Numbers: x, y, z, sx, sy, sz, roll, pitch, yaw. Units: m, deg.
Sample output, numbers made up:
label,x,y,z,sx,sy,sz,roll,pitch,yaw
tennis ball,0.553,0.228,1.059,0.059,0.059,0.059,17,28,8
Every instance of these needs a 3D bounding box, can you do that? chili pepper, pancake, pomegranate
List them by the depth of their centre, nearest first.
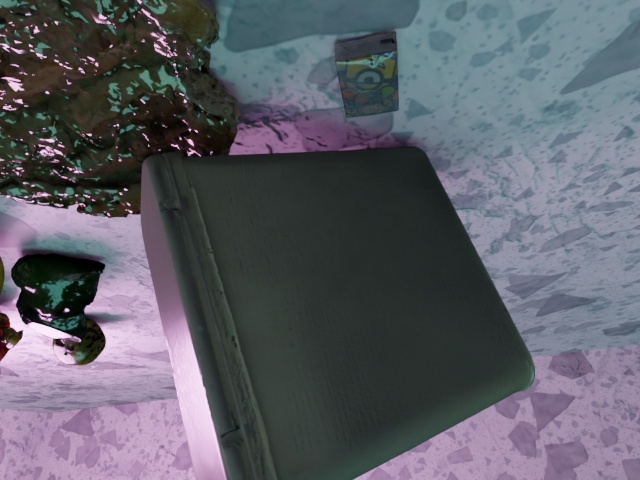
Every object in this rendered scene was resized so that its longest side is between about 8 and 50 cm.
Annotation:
label,x,y,z,sx,sy,sz,roll,pitch,yaw
pancake,-0.262,-0.141,0.429,0.383,0.071,0.382,-5,151,-3
chili pepper,-0.529,0.123,0.854,0.148,0.116,0.265,16,146,-28
pomegranate,-0.621,0.260,1.124,0.122,0.122,0.161,7,178,-19

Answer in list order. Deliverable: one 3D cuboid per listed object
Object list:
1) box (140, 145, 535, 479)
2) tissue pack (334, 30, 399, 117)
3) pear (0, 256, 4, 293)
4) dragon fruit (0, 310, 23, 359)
label,x,y,z,sx,sy,sz,roll,pitch,yaw
box,0.009,0.069,0.493,0.344,0.351,0.177,-11,157,-26
tissue pack,0.051,-0.169,0.453,0.063,0.034,0.083,-8,152,9
pear,-0.607,0.056,0.653,0.180,0.166,0.216,2,170,20
dragon fruit,-0.785,0.223,0.906,0.232,0.236,0.302,19,162,1
